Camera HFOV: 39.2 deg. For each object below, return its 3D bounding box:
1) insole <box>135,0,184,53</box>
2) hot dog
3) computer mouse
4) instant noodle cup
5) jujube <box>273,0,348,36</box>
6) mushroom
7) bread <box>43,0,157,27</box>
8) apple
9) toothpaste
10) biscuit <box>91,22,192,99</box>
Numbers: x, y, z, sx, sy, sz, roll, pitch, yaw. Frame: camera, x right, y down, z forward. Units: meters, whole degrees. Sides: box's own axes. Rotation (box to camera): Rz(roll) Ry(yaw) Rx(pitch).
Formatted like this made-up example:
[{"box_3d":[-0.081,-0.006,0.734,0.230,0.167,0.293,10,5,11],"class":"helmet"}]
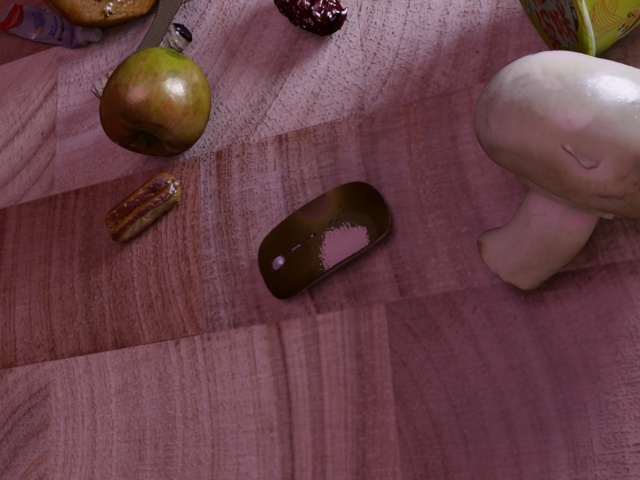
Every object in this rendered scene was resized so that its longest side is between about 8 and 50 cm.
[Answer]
[{"box_3d":[-0.292,-0.450,1.728,0.086,0.005,0.253,-3,58,35],"class":"insole"},{"box_3d":[-0.325,-0.062,1.650,0.165,0.045,0.071,-36,62,12],"class":"hot dog"},{"box_3d":[0.000,0.000,1.475,0.245,0.056,0.126,-33,64,15],"class":"computer mouse"},{"box_3d":[0.405,-0.424,1.284,0.222,0.311,0.311,-29,65,5],"class":"instant noodle cup"},{"box_3d":[-0.028,-0.422,1.586,0.104,0.104,0.166,-39,65,10],"class":"jujube"},{"box_3d":[0.350,-0.129,1.230,0.315,0.356,0.315,6,71,-19],"class":"mushroom"},{"box_3d":[-0.436,-0.536,1.730,0.146,0.268,0.268,18,83,44],"class":"bread"},{"box_3d":[-0.293,-0.249,1.611,0.196,0.196,0.195,-7,72,23],"class":"apple"},{"box_3d":[-0.571,-0.451,1.881,0.301,0.048,0.075,17,87,30],"class":"toothpaste"},{"box_3d":[-0.344,-0.343,1.732,0.219,0.061,0.055,-36,57,13],"class":"biscuit"}]
